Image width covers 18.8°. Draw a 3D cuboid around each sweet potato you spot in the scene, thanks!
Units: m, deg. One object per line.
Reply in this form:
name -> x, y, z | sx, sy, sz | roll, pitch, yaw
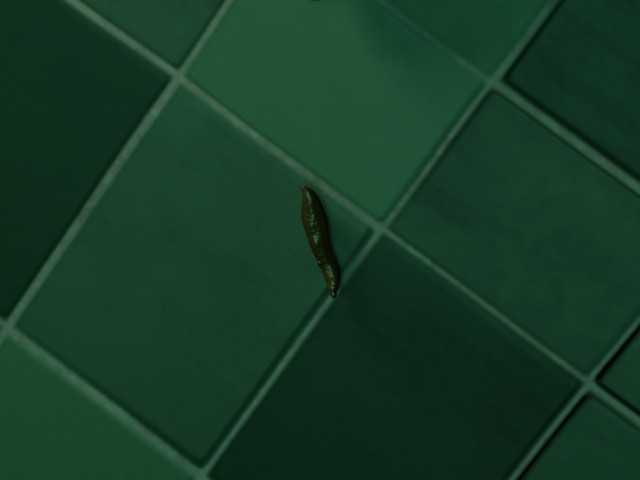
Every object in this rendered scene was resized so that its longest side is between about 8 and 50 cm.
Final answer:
sweet potato -> 0.000, 0.000, 1.888 | 0.026, 0.026, 0.115 | -15, 101, 13
